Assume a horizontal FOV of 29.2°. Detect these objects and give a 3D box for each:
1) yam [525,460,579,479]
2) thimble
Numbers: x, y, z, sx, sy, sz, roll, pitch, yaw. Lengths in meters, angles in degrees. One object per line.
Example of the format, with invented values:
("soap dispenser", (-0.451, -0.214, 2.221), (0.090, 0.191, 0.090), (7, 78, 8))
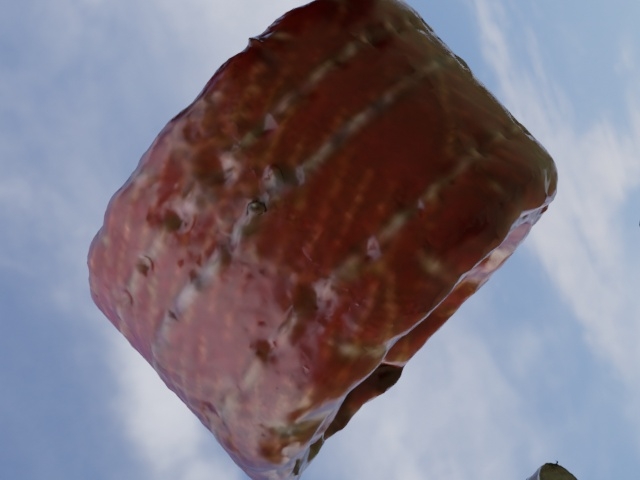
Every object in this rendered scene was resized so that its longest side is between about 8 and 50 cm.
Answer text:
("yam", (0.279, 0.353, 1.603), (0.079, 0.141, 0.079), (17, -139, -16))
("thimble", (0.000, 0.000, 0.938), (0.230, 0.350, 0.350), (44, -152, 11))
